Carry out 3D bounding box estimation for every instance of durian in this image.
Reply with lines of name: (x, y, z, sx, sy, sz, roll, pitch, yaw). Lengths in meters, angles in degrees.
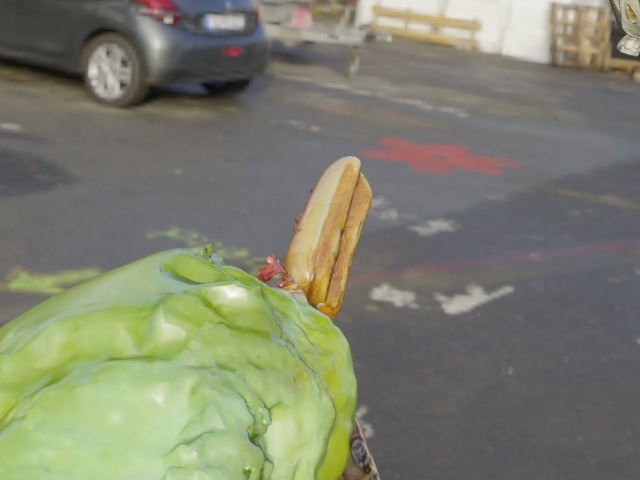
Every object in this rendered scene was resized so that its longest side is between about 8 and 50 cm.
durian: (-0.106, 0.154, 0.477, 0.256, 0.204, 0.339, -24, 30, 31)

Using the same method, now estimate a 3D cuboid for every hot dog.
hot dog: (0.000, 0.000, 1.398, 0.076, 0.102, 0.249, 0, 47, 20)

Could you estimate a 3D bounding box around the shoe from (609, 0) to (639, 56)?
shoe: (0.287, -0.248, 1.030, 0.089, 0.180, 0.092, 4, -17, -22)

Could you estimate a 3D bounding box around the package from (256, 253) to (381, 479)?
package: (-0.042, 0.168, 0.975, 0.108, 0.288, 0.223, -18, 5, 41)
